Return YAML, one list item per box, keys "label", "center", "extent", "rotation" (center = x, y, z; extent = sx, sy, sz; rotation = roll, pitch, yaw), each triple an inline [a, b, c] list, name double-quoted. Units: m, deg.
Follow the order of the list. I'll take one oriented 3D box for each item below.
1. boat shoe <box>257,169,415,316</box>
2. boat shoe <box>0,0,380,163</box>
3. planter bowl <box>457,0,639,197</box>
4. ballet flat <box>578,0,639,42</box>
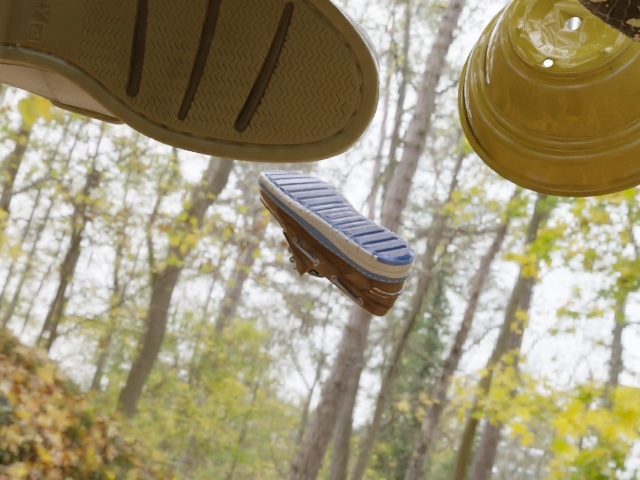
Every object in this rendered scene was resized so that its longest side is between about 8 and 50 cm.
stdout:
- label: "boat shoe"
  center: [0.000, 0.000, 0.778]
  extent: [0.066, 0.066, 0.183]
  rotation: [-5, 31, -37]
- label: "boat shoe"
  center: [-0.106, -0.119, 0.512]
  extent: [0.302, 0.113, 0.103]
  rotation: [19, 7, 10]
- label: "planter bowl"
  center: [0.206, -0.151, 0.741]
  extent: [0.217, 0.217, 0.090]
  rotation: [7, -22, 25]
- label: "ballet flat"
  center: [0.127, -0.198, 0.392]
  extent: [0.483, 0.164, 0.182]
  rotation: [28, -7, -4]
